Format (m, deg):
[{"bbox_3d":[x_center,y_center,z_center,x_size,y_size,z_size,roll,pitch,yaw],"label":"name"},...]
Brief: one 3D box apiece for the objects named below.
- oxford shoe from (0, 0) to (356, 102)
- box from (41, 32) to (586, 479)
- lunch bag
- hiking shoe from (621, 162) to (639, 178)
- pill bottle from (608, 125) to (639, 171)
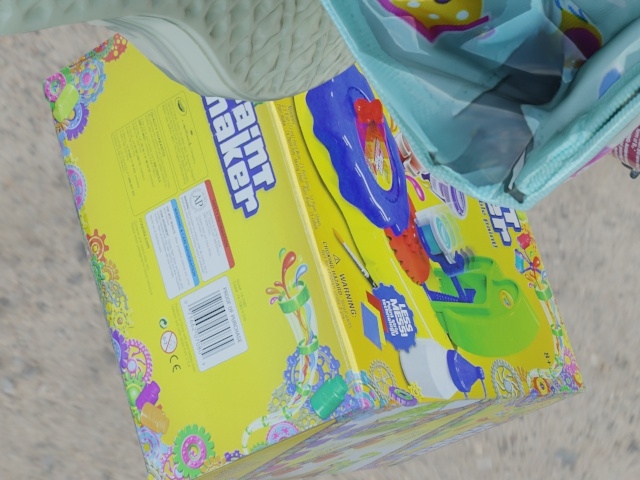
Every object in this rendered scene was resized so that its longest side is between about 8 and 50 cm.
[{"bbox_3d":[-0.061,-0.138,0.533,0.130,0.449,0.169,35,108,20],"label":"oxford shoe"},{"bbox_3d":[0.000,0.000,1.118,0.177,0.279,0.290,-27,73,32],"label":"box"},{"bbox_3d":[0.098,-0.159,0.424,0.160,0.262,0.223,15,36,27],"label":"lunch bag"},{"bbox_3d":[0.289,-0.159,1.661,0.114,0.086,0.227,-10,55,-42],"label":"hiking shoe"},{"bbox_3d":[0.244,-0.089,1.034,0.221,0.121,0.121,31,82,22],"label":"pill bottle"}]
